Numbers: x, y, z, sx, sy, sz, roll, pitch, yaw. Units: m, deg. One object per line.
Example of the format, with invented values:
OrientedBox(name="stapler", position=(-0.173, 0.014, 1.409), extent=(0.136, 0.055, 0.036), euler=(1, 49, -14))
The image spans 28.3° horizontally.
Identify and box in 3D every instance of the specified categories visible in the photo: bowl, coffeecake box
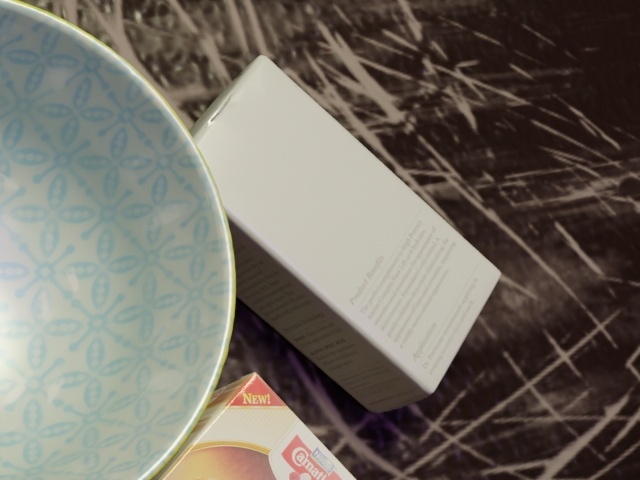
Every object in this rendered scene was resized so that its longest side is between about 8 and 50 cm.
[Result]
OrientedBox(name="bowl", position=(-0.207, 0.025, 0.685), extent=(0.289, 0.156, 0.289), euler=(10, 70, -28))
OrientedBox(name="coffeecake box", position=(-0.060, 0.197, 0.769), extent=(0.142, 0.068, 0.185), euler=(47, 56, -8))

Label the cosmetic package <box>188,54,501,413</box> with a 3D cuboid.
OrientedBox(name="cosmetic package", position=(0.000, 0.000, 0.863), extent=(0.231, 0.085, 0.117), euler=(42, 58, -10))
